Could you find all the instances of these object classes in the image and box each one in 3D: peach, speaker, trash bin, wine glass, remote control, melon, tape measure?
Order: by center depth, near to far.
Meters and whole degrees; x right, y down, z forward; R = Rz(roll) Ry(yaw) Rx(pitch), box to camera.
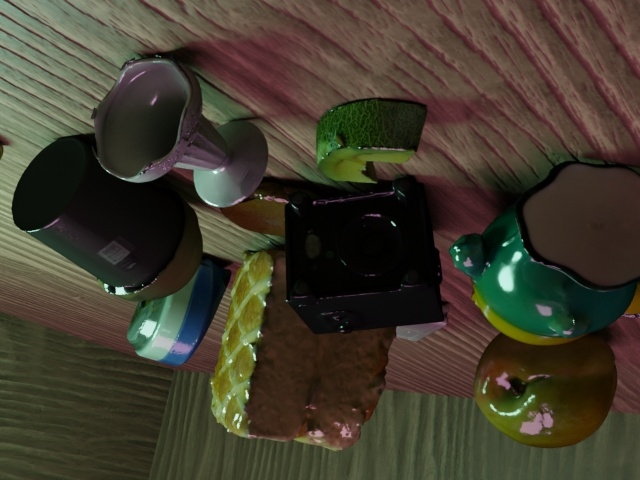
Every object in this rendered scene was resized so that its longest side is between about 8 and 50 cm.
[{"bbox_3d":[-0.171,-0.129,1.078,0.165,0.164,0.196,-1,164,34],"label":"wine glass"},{"bbox_3d":[0.054,-0.126,1.107,0.118,0.064,0.209,9,166,-11],"label":"melon"},{"bbox_3d":[0.076,0.038,1.338,0.232,0.184,0.254,-7,160,9],"label":"speaker"},{"bbox_3d":[-0.347,-0.021,1.439,0.214,0.214,0.334,-3,153,37],"label":"trash bin"},{"bbox_3d":[0.525,0.337,1.925,0.314,0.281,0.316,-9,163,35],"label":"peach"},{"bbox_3d":[-0.345,0.160,1.958,0.138,0.262,0.259,28,158,-17],"label":"tape measure"},{"bbox_3d":[0.224,0.194,2.028,0.103,0.055,0.277,13,164,-6],"label":"remote control"}]

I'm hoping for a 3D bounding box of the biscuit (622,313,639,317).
[{"bbox_3d":[0.561,0.098,1.519,0.195,0.053,0.194,9,163,3],"label":"biscuit"}]

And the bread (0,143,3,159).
[{"bbox_3d":[-0.602,-0.157,1.423,0.103,0.049,0.062,7,163,6],"label":"bread"}]

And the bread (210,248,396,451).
[{"bbox_3d":[-0.051,0.213,1.680,0.279,0.371,0.390,15,171,-16],"label":"bread"}]

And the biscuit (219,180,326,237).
[{"bbox_3d":[-0.069,-0.051,1.446,0.226,0.042,0.226,8,162,3],"label":"biscuit"}]

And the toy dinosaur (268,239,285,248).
[{"bbox_3d":[0.000,0.000,1.569,0.197,0.045,0.080,-4,155,18],"label":"toy dinosaur"}]

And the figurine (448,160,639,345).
[{"bbox_3d":[0.341,0.045,1.197,0.324,0.231,0.340,5,157,3],"label":"figurine"}]
